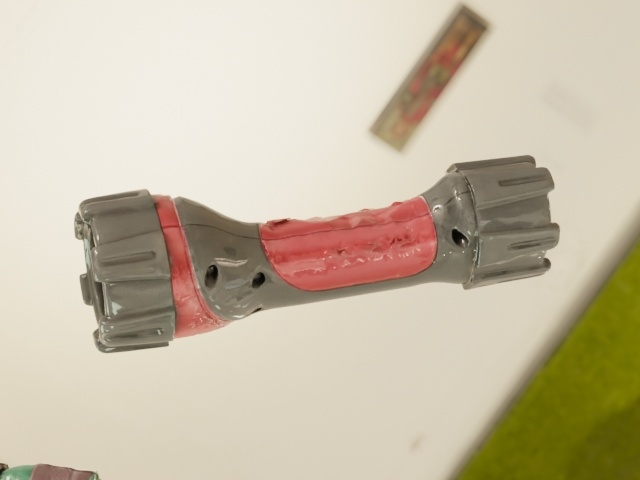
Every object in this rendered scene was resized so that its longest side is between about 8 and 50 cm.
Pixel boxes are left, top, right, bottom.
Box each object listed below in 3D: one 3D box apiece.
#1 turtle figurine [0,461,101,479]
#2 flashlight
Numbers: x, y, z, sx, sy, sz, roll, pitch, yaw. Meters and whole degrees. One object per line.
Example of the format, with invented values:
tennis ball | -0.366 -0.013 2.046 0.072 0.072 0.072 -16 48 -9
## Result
turtle figurine | -0.242 0.143 1.003 0.234 0.175 0.118 15 172 7
flashlight | 0.000 0.000 1.227 0.304 0.103 0.103 -10 -163 -12
